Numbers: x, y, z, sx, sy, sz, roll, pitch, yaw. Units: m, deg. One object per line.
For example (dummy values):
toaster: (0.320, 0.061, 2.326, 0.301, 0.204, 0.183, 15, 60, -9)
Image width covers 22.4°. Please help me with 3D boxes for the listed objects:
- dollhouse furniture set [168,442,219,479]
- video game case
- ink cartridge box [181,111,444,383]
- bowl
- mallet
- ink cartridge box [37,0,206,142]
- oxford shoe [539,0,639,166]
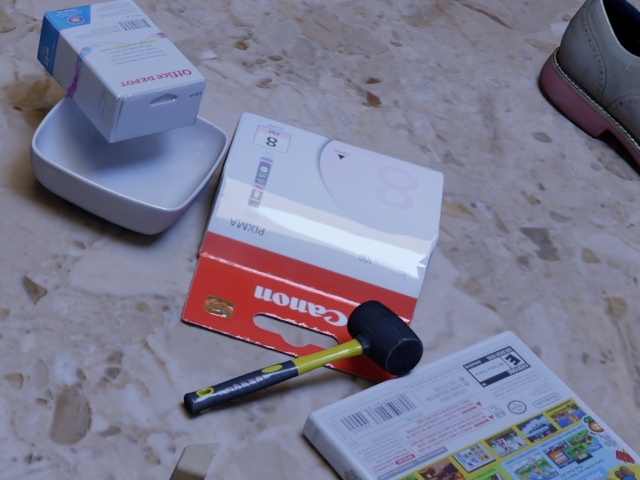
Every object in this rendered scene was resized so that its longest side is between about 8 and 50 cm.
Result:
dollhouse furniture set: (-0.072, 0.196, 1.018, 0.081, 0.114, 0.091, 25, 36, -2)
video game case: (0.133, 0.172, 1.211, 0.227, 0.026, 0.206, -18, 52, -40)
ink cartridge box: (0.000, 0.000, 1.331, 0.189, 0.066, 0.232, 18, 34, -5)
bowl: (-0.161, -0.064, 1.333, 0.142, 0.053, 0.142, 26, 38, 4)
mallet: (-0.018, 0.089, 1.222, 0.190, 0.039, 0.062, -12, 35, -19)
ink cartridge box: (-0.165, -0.142, 1.338, 0.089, 0.052, 0.122, -16, 49, -36)
oxford shoe: (0.373, -0.119, 1.580, 0.348, 0.130, 0.123, 37, 41, 19)
